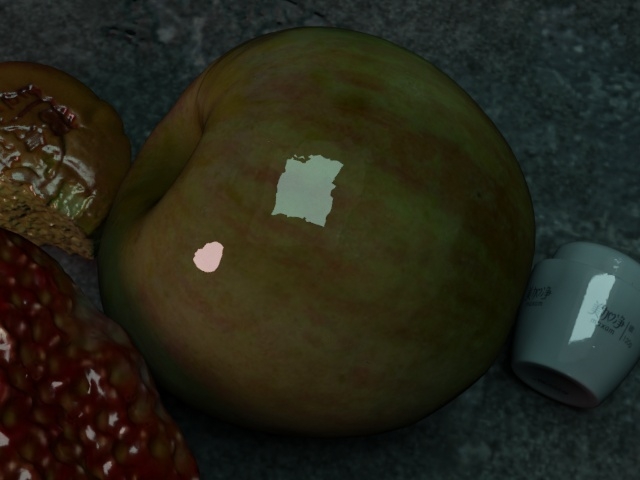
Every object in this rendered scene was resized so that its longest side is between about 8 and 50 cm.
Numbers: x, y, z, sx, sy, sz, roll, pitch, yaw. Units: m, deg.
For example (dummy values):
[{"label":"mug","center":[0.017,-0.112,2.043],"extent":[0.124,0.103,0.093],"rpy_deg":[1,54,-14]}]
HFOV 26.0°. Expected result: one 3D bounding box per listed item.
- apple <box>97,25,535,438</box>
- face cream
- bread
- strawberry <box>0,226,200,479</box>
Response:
[{"label":"apple","center":[0.000,0.000,0.860],"extent":[0.234,0.257,0.256],"rpy_deg":[29,60,-25]},{"label":"face cream","center":[0.175,0.056,0.926],"extent":[0.091,0.091,0.095],"rpy_deg":[26,71,7]},{"label":"bread","center":[-0.206,-0.057,0.946],"extent":[0.156,0.086,0.125],"rpy_deg":[8,61,-3]},{"label":"strawberry","center":[-0.213,0.154,0.741],"extent":[0.312,0.267,0.351],"rpy_deg":[9,71,-26]}]
